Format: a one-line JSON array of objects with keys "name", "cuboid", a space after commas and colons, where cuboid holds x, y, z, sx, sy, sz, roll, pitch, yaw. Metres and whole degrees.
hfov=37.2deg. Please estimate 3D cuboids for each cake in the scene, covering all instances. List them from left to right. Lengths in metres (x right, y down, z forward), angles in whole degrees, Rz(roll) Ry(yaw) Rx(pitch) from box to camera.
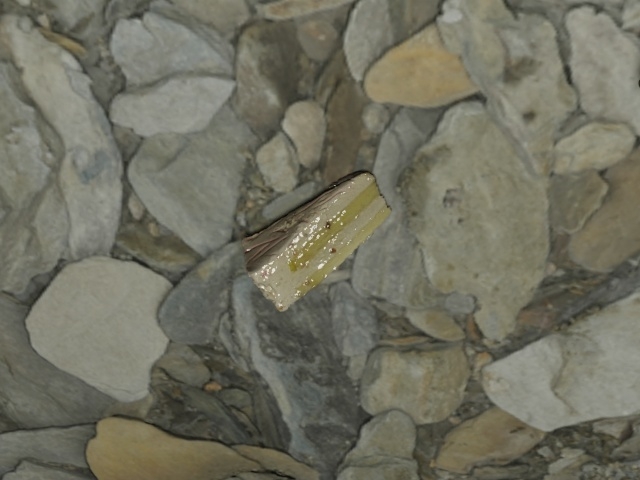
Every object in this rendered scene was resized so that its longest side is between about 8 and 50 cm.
[{"name": "cake", "cuboid": [0.000, 0.000, 0.723, 0.121, 0.065, 0.052, -31, 119, 21]}]

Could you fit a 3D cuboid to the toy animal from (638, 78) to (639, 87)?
[{"name": "toy animal", "cuboid": [0.305, -0.065, 0.610, 0.220, 0.069, 0.086, 38, 146, -11]}]
